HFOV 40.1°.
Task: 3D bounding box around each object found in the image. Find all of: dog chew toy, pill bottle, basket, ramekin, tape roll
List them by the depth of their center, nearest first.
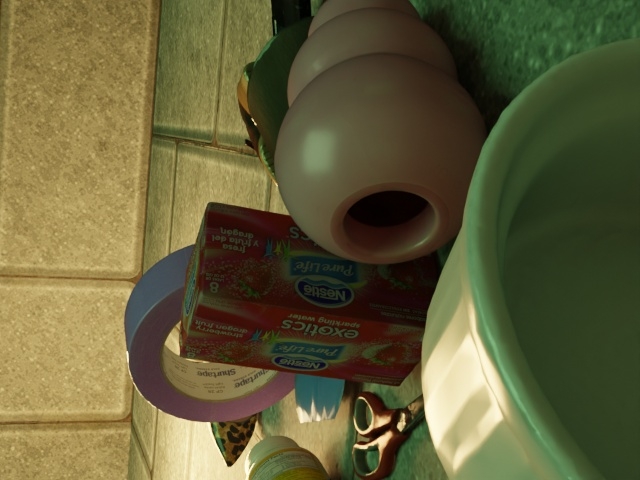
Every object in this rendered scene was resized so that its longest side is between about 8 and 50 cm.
[{"bbox_3d":[0.180,0.053,0.403,0.135,0.277,0.277,109,156,-57],"label":"ramekin"},{"bbox_3d":[0.054,-0.139,0.895,0.207,0.206,0.332,114,159,-45],"label":"dog chew toy"},{"bbox_3d":[0.008,-0.131,1.091,0.204,0.154,0.227,109,151,-42],"label":"basket"},{"bbox_3d":[-0.036,0.350,1.178,0.208,0.117,0.118,-138,53,-65],"label":"pill bottle"},{"bbox_3d":[-0.145,0.136,1.282,0.090,0.274,0.275,-114,33,-54],"label":"tape roll"}]

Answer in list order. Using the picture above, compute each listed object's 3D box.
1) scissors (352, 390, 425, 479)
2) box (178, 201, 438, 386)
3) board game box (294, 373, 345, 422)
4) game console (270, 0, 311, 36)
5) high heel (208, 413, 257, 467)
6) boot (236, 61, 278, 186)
[{"bbox_3d":[0.096,0.212,0.981,0.297,0.021,0.109,143,130,-64],"label":"scissors"},{"bbox_3d":[-0.012,0.062,0.935,0.128,0.256,0.123,117,157,-49],"label":"box"},{"bbox_3d":[0.012,0.181,1.199,0.168,0.033,0.133,151,125,-61],"label":"board game box"},{"bbox_3d":[-0.051,-0.381,1.294,0.213,0.043,0.361,-124,25,-49],"label":"game console"},{"bbox_3d":[-0.144,0.244,1.523,0.186,0.093,0.261,112,163,-56],"label":"high heel"},{"bbox_3d":[-0.067,-0.150,1.426,0.207,0.090,0.249,94,155,-71],"label":"boot"}]
